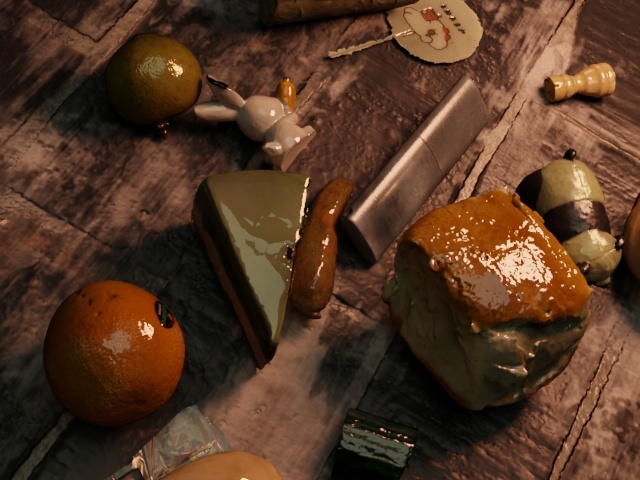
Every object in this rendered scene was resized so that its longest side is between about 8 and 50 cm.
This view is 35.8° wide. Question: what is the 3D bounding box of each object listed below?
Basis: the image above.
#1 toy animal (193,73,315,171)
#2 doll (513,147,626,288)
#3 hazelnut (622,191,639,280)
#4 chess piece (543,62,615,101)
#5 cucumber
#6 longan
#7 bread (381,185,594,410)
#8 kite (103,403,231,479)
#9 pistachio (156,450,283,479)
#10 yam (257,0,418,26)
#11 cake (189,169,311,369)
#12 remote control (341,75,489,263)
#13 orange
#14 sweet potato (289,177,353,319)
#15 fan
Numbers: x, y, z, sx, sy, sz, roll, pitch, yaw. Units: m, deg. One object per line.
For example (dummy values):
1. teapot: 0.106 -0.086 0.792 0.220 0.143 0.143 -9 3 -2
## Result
1. toy animal: -0.102 -0.211 1.638 0.181 0.131 0.127 43 20 14
2. doll: 0.418 -0.028 1.658 0.143 0.135 0.234 -5 69 -12
3. hazelnut: 0.623 -0.036 1.644 0.261 0.261 0.241 -6 65 -15
4. chess piece: 0.479 -0.292 1.845 0.122 0.066 0.066 -10 66 -10
5. cucumber: 0.080 0.307 1.455 0.115 0.062 0.117 18 60 1
6. longan: -0.271 -0.252 1.625 0.154 0.176 0.145 -9 21 10
7. bread: 0.252 0.097 1.501 0.250 0.225 0.279 -24 62 -28
8. kite: -0.235 0.338 1.395 0.245 0.015 0.141 -26 70 -26
9. pistachio: -0.179 0.388 1.300 0.299 0.187 0.188 -24 71 -15
10. yam: 0.032 -0.481 1.782 0.304 0.168 0.168 -13 67 -18
11. cake: -0.126 0.039 1.496 0.172 0.158 0.284 11 65 -6
12. remote control: 0.168 -0.126 1.680 0.044 0.107 0.377 9 50 44
13. orange: -0.288 0.154 1.380 0.206 0.206 0.206 5 63 -10
14. sweet potato: 0.000 0.000 1.590 0.075 0.075 0.273 16 57 -4
15. fan: 0.155 -0.384 1.847 0.329 0.009 0.191 -23 69 -24
